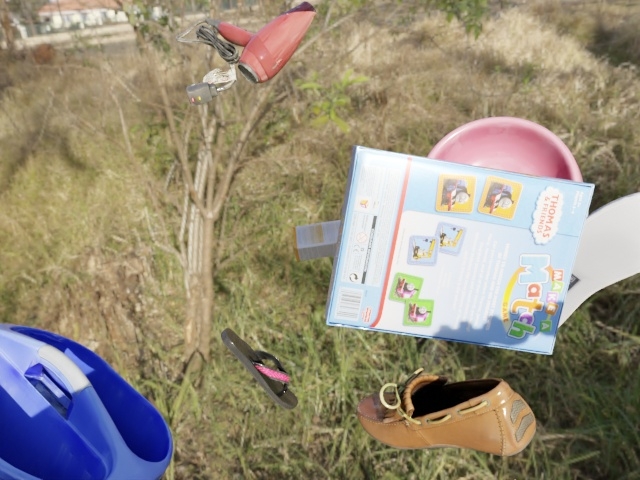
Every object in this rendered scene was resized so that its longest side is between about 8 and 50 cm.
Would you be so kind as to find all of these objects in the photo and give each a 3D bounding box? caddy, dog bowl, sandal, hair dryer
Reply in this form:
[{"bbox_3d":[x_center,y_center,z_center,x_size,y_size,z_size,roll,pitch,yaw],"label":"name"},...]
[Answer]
[{"bbox_3d":[-0.344,0.224,0.682,0.341,0.179,0.241,30,8,26],"label":"caddy"},{"bbox_3d":[0.397,-0.097,1.257,0.407,0.408,0.150,0,-18,16],"label":"dog bowl"},{"bbox_3d":[-0.084,0.197,0.860,0.040,0.179,0.067,-38,22,-1],"label":"sandal"},{"bbox_3d":[-0.148,-0.398,1.084,0.293,0.224,0.080,-15,-24,6],"label":"hair dryer"}]

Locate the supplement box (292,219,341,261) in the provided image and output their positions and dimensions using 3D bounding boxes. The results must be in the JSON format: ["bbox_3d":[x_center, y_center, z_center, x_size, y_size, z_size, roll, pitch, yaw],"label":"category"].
[{"bbox_3d":[0.000,0.000,1.032,0.098,0.036,0.062,-8,43,1],"label":"supplement box"}]

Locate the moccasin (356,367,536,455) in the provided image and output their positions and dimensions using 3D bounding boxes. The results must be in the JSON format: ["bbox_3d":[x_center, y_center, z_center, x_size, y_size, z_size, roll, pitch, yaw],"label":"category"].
[{"bbox_3d":[0.195,0.302,1.012,0.139,0.147,0.380,-33,7,-31],"label":"moccasin"}]

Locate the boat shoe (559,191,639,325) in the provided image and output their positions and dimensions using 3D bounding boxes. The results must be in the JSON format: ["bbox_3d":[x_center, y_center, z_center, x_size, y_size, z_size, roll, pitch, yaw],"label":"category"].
[{"bbox_3d":[0.341,0.026,0.729,0.095,0.258,0.084,45,34,3],"label":"boat shoe"}]

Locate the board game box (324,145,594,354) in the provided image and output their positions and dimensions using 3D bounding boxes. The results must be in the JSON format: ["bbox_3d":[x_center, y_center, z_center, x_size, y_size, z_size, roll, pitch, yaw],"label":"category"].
[{"bbox_3d":[0.121,0.010,0.500,0.211,0.160,0.039,9,11,-4],"label":"board game box"}]
